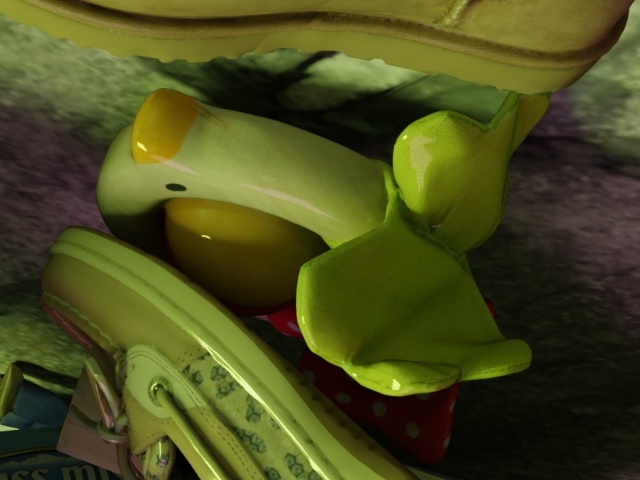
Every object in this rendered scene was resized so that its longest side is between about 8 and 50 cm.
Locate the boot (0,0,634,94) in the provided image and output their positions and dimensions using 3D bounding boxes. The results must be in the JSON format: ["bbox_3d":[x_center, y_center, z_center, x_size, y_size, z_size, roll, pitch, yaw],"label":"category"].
[{"bbox_3d":[0.028,-0.142,0.336,0.236,0.089,0.269,4,156,-15],"label":"boot"}]

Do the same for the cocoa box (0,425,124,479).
[{"bbox_3d":[-0.193,0.307,0.890,0.231,0.228,0.347,-2,135,-24],"label":"cocoa box"}]

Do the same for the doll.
[{"bbox_3d":[-0.140,0.137,1.008,0.189,0.046,0.129,19,154,-20],"label":"doll"}]

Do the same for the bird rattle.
[{"bbox_3d":[0.000,0.000,0.647,0.207,0.143,0.253,23,166,-4],"label":"bird rattle"}]

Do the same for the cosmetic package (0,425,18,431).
[{"bbox_3d":[-0.175,0.311,1.251,0.230,0.161,0.453,-14,146,39],"label":"cosmetic package"}]

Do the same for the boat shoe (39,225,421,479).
[{"bbox_3d":[-0.030,0.098,0.580,0.285,0.089,0.104,38,169,27],"label":"boat shoe"}]

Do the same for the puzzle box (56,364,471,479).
[{"bbox_3d":[0.079,0.165,0.829,0.272,0.052,0.409,12,171,35],"label":"puzzle box"}]
